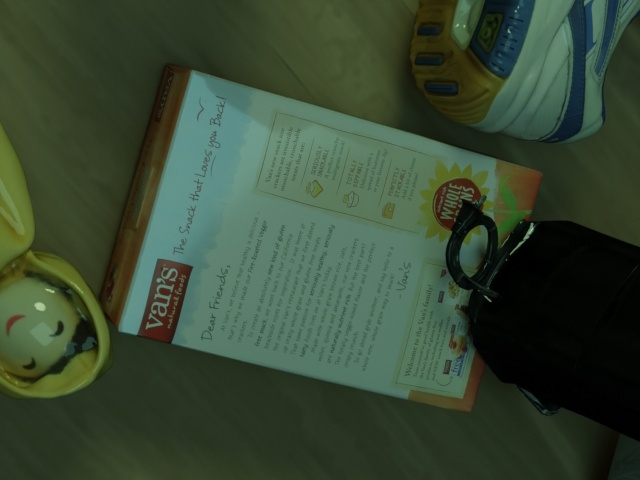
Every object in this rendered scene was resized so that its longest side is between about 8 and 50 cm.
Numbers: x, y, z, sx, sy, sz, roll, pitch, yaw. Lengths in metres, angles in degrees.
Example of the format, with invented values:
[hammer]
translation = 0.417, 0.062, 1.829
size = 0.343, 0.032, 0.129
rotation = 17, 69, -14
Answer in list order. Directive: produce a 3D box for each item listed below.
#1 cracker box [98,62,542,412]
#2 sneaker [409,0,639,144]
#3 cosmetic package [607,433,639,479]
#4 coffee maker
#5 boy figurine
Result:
[cracker box]
translation = 0.000, 0.000, 1.060
size = 0.232, 0.067, 0.156
rotation = 15, 95, -21
[sneaker]
translation = 0.155, -0.202, 1.067
size = 0.131, 0.112, 0.296
rotation = 17, 97, -38
[cosmetic package]
translation = 0.285, 0.218, 1.104
size = 0.138, 0.224, 0.225
rotation = 9, 98, -32
[coffee maker]
translation = 0.179, 0.062, 1.016
size = 0.171, 0.178, 0.120
rotation = 16, 92, -42
[boy figurine]
translation = -0.233, -0.003, 0.971
size = 0.285, 0.092, 0.177
rotation = 44, 83, -18
